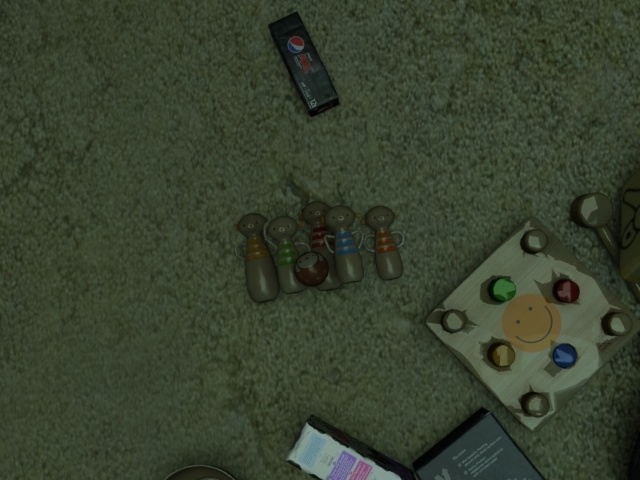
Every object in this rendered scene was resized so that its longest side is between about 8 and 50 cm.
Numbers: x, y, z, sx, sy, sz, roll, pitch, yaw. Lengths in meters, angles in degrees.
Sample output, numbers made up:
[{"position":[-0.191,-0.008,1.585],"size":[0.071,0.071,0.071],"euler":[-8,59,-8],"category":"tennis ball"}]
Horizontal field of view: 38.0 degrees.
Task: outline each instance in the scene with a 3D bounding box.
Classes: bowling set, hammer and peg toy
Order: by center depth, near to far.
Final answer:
[{"position":[0.383,0.100,1.492],"size":[0.361,0.127,0.266],"euler":[-43,84,-2],"category":"hammer and peg toy"},{"position":[0.000,0.000,1.493],"size":[0.287,0.200,0.154],"euler":[-10,83,-2],"category":"bowling set"}]

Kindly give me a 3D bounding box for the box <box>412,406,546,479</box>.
[{"position":[0.256,0.378,1.489],"size":[0.156,0.093,0.158],"euler":[-38,85,-1],"category":"box"}]

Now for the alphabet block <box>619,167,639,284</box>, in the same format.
[{"position":[0.591,-0.037,1.420],"size":[0.193,0.197,0.192],"euler":[18,59,-5],"category":"alphabet block"}]

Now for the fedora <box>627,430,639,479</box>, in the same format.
[{"position":[0.563,0.344,1.412],"size":[0.152,0.334,0.334],"euler":[14,85,35],"category":"fedora"}]

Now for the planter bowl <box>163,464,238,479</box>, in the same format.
[{"position":[-0.186,0.437,1.497],"size":[0.162,0.109,0.162],"euler":[0,84,3],"category":"planter bowl"}]

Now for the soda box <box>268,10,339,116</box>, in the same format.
[{"position":[-0.028,-0.301,1.589],"size":[0.060,0.053,0.169],"euler":[-25,84,0],"category":"soda box"}]

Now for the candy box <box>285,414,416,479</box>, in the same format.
[{"position":[0.049,0.356,1.465],"size":[0.196,0.165,0.070],"euler":[29,86,5],"category":"candy box"}]
